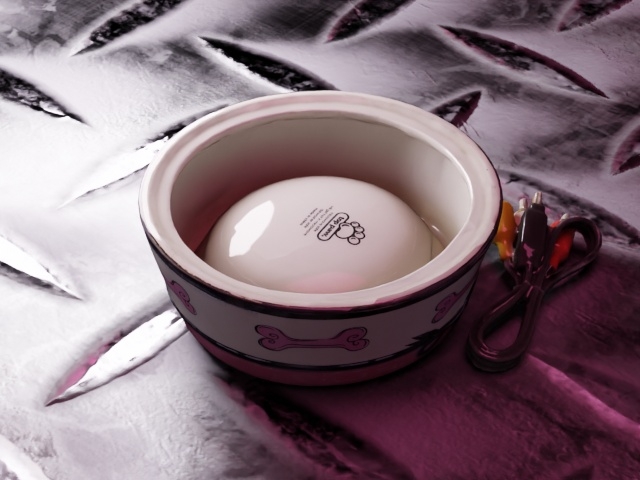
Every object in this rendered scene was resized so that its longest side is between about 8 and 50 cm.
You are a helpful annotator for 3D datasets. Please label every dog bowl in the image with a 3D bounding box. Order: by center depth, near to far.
[{"bbox_3d":[0.000,0.000,1.827,0.408,0.150,0.408,0,38,0],"label":"dog bowl"}]

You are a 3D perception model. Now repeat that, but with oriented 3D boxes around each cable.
[{"bbox_3d":[0.244,0.053,1.856,0.139,0.072,0.287,19,53,-2],"label":"cable"}]
